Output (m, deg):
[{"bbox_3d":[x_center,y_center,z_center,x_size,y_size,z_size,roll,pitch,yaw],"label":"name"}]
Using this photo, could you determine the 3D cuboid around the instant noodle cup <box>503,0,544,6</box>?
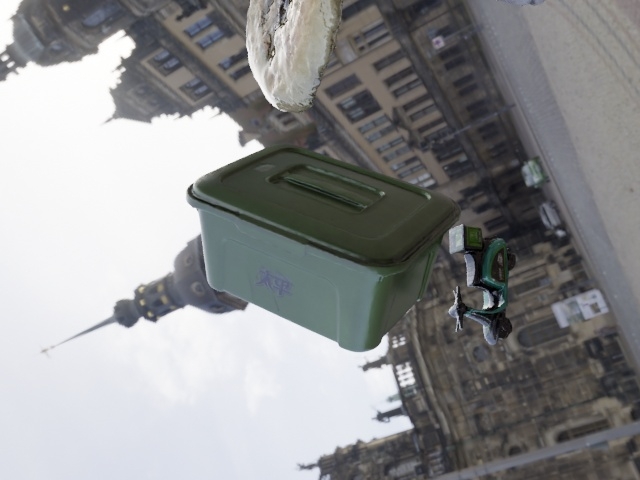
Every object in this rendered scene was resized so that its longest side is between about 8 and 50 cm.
[{"bbox_3d":[0.159,-0.253,0.329,0.217,0.207,0.217,49,164,19],"label":"instant noodle cup"}]

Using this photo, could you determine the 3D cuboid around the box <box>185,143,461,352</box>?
[{"bbox_3d":[0.000,0.000,0.877,0.253,0.329,0.177,-35,-40,-48],"label":"box"}]

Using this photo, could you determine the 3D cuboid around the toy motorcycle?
[{"bbox_3d":[0.240,0.068,0.927,0.100,0.058,0.173,7,-104,-19],"label":"toy motorcycle"}]

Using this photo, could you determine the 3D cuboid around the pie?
[{"bbox_3d":[-0.019,-0.225,0.572,0.185,0.052,0.218,39,128,55],"label":"pie"}]
